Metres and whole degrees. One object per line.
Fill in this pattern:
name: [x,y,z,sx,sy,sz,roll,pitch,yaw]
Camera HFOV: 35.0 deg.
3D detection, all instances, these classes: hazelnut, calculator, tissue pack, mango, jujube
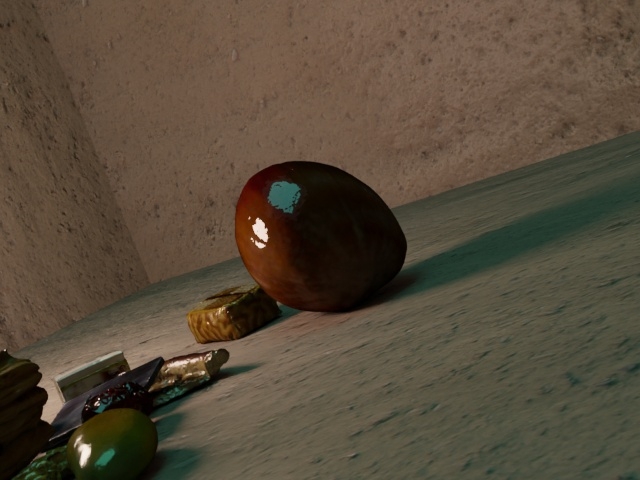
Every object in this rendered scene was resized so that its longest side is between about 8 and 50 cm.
hazelnut: [-0.005,-0.003,2.168,0.365,0.366,0.366,-21,6,2]
calculator: [-0.417,0.309,1.934,0.261,0.021,0.161,-26,17,20]
tissue pack: [-0.473,0.300,2.126,0.148,0.099,0.106,-24,4,-20]
mango: [-0.302,0.309,1.498,0.137,0.091,0.237,-29,14,-18]
jujube: [-0.340,0.294,1.740,0.104,0.104,0.166,-19,4,24]

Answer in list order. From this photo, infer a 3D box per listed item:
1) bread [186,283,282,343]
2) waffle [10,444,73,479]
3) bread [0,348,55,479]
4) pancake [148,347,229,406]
bread: [-0.203,0.169,2.393,0.181,0.096,0.222,-29,9,-35]
waffle: [-0.421,0.365,1.593,0.148,0.051,0.194,-21,5,21]
bread: [-0.633,0.364,1.744,0.370,0.192,0.314,-32,3,38]
pancake: [-0.303,0.269,1.986,0.257,0.056,0.212,-24,8,-10]
